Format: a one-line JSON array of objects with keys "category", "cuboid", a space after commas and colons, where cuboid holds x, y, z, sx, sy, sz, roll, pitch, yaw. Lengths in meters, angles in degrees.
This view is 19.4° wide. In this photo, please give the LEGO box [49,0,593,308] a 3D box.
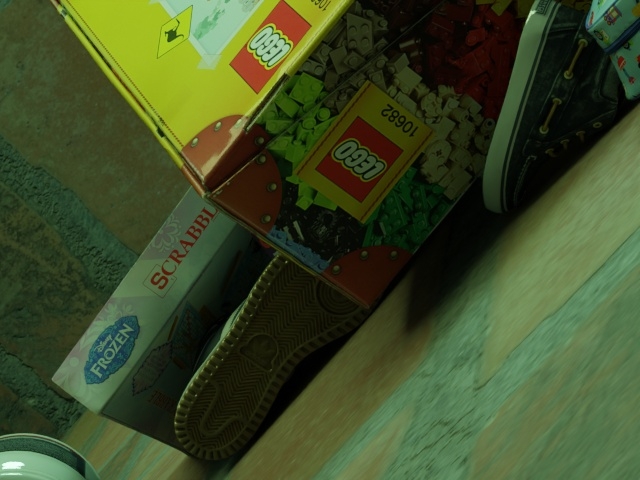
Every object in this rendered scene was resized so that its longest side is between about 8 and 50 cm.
[{"category": "LEGO box", "cuboid": [-0.002, -0.233, 1.618, 0.372, 0.193, 0.500, -50, 34, 7]}]

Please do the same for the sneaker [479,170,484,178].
[{"category": "sneaker", "cuboid": [0.195, -0.165, 1.592, 0.258, 0.094, 0.091, -50, 10, -1]}]

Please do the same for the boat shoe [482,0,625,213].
[{"category": "boat shoe", "cuboid": [0.178, -0.088, 1.401, 0.065, 0.083, 0.183, -55, -19, -52]}]

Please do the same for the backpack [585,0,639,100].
[{"category": "backpack", "cuboid": [0.240, -0.187, 1.275, 0.173, 0.117, 0.158, -56, 7, -33]}]

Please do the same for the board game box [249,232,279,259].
[{"category": "board game box", "cuboid": [0.090, -0.121, 1.821, 0.347, 0.056, 0.208, -42, -4, -45]}]

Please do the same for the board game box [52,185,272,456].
[{"category": "board game box", "cuboid": [-0.107, 0.056, 1.911, 0.318, 0.066, 0.318, -54, -18, -5]}]

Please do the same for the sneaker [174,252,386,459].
[{"category": "sneaker", "cuboid": [-0.032, 0.072, 1.769, 0.282, 0.099, 0.153, -50, 5, 10]}]

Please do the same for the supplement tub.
[{"category": "supplement tub", "cuboid": [-0.303, 0.299, 1.875, 0.191, 0.191, 0.272, -50, 5, -5]}]
